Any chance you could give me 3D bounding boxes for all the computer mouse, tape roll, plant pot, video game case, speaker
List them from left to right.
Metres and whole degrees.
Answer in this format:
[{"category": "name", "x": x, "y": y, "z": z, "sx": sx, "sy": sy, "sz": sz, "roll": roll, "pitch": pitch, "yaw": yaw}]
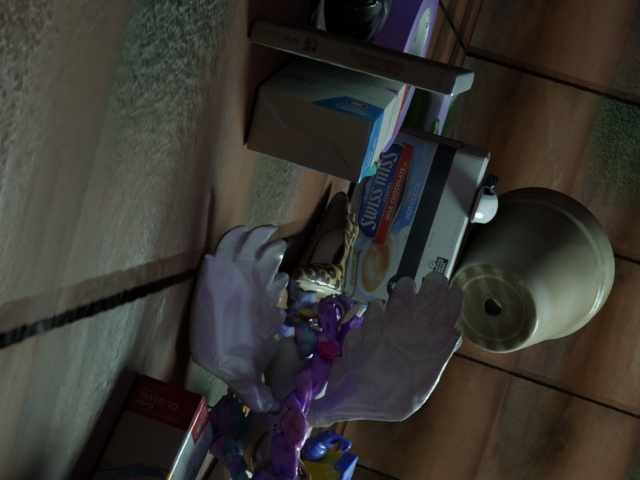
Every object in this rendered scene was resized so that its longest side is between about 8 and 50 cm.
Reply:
[{"category": "video game case", "x": 0.053, "y": -0.193, "z": 1.132, "sx": 0.227, "sy": 0.206, "sz": 0.026, "roll": -39, "pitch": 145, "yaw": -74}, {"category": "tape roll", "x": 0.099, "y": -0.277, "z": 1.638, "sx": 0.275, "sy": 0.090, "sz": 0.275, "roll": 19, "pitch": 90, "yaw": -82}, {"category": "speaker", "x": 0.202, "y": -0.222, "z": 2.275, "sx": 0.131, "sy": 0.131, "sz": 0.297, "roll": -34, "pitch": 142, "yaw": -76}, {"category": "computer mouse", "x": 0.315, "y": -0.066, "z": 2.049, "sx": 0.193, "sy": 0.042, "sz": 0.106, "roll": -43, "pitch": 152, "yaw": -75}, {"category": "plant pot", "x": 0.393, "y": 0.087, "z": 2.162, "sx": 0.280, "sy": 0.323, "sz": 0.323, "roll": -34, "pitch": 144, "yaw": -52}]

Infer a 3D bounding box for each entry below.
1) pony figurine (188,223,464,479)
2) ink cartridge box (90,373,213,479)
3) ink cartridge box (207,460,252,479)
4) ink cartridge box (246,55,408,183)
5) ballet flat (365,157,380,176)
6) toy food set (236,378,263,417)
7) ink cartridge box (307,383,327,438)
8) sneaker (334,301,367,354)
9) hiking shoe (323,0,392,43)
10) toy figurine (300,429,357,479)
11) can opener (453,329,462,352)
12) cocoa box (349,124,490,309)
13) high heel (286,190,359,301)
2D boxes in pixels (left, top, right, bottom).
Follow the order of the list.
[{"category": "pony figurine", "x": -0.030, "y": 0.163, "z": 1.265, "sx": 0.363, "sy": 0.302, "sz": 0.351, "roll": -138, "pitch": -115, "yaw": -79}, {"category": "ink cartridge box", "x": -0.175, "y": 0.241, "z": 1.062, "sx": 0.127, "sy": 0.072, "sz": 0.175, "roll": 94, "pitch": 17, "yaw": -61}, {"category": "ink cartridge box", "x": -0.125, "y": 0.374, "z": 1.630, "sx": 0.135, "sy": 0.056, "sz": 0.099, "roll": -60, "pitch": 148, "yaw": -54}, {"category": "ink cartridge box", "x": 0.019, "y": -0.155, "z": 1.239, "sx": 0.231, "sy": 0.134, "sz": 0.078, "roll": -54, "pitch": 159, "yaw": -62}, {"category": "ballet flat", "x": 0.066, "y": -0.163, "z": 1.811, "sx": 0.188, "sy": 0.070, "sz": 0.070, "roll": 79, "pitch": 30, "yaw": -76}, {"category": "toy food set", "x": -0.113, "y": 0.244, "z": 1.630, "sx": 0.083, "sy": 0.020, "sz": 0.083, "roll": -29, "pitch": 137, "yaw": -78}, {"category": "ink cartridge box", "x": -0.039, "y": 0.369, "z": 2.234, "sx": 0.239, "sy": 0.060, "sz": 0.275, "roll": 87, "pitch": 23, "yaw": -64}, {"category": "sneaker", "x": 0.061, "y": 0.173, "z": 2.262, "sx": 0.305, "sy": 0.114, "sz": 0.152, "roll": 101, "pitch": -33, "yaw": -66}, {"category": "hiking shoe", "x": 0.036, "y": -0.326, "z": 1.230, "sx": 0.114, "sy": 0.086, "sz": 0.227, "roll": -20, "pitch": 122, "yaw": -64}, {"category": "toy figurine", "x": -0.029, "y": 0.463, "z": 1.966, "sx": 0.191, "sy": 0.217, "sz": 0.363, "roll": -52, "pitch": 158, "yaw": -66}, {"category": "can opener", "x": 0.153, "y": 0.228, "z": 2.181, "sx": 0.074, "sy": 0.280, "sz": 0.093, "roll": 85, "pitch": -20, "yaw": -68}, {"category": "cocoa box", "x": 0.173, "y": -0.042, "z": 2.121, "sx": 0.231, "sy": 0.228, "sz": 0.347, "roll": -35, "pitch": 143, "yaw": -78}, {"category": "high heel", "x": 0.000, "y": 0.000, "z": 1.716, "sx": 0.261, "sy": 0.093, "sz": 0.186, "roll": 20, "pitch": 70, "yaw": -73}]
